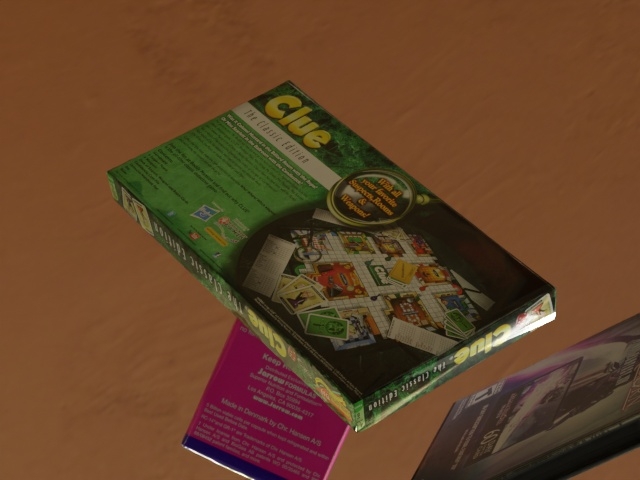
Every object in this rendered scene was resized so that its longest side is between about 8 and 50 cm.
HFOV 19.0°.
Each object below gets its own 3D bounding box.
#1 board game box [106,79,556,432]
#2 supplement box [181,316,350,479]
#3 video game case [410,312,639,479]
[{"bbox_3d":[0.000,0.000,1.086,0.259,0.136,0.030,41,-27,42],"label":"board game box"},{"bbox_3d":[-0.008,0.069,1.423,0.114,0.111,0.220,25,-88,-1],"label":"supplement box"},{"bbox_3d":[0.181,0.107,1.283,0.274,0.196,0.026,-30,-80,27],"label":"video game case"}]
